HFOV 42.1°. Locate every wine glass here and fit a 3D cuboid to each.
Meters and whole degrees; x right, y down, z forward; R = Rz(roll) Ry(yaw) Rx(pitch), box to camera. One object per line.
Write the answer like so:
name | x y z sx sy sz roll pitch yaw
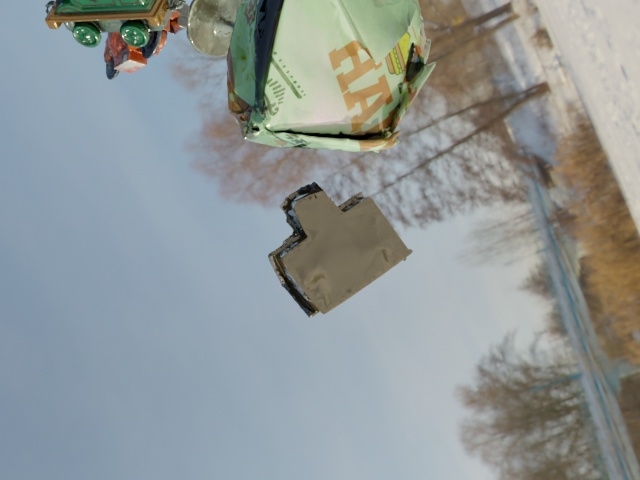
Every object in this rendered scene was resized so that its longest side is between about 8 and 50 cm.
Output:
wine glass | -0.114 -0.432 1.881 0.406 0.267 0.267 41 -178 33

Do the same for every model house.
model house | 0.000 0.000 1.308 0.176 0.180 0.248 56 170 -7

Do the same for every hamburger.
hamburger | 0.016 -0.202 0.823 0.214 0.125 0.235 -6 -72 -33

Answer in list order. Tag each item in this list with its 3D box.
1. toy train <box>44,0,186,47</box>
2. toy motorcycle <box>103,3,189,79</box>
toy train | -0.303 -0.353 1.185 0.136 0.227 0.091 73 -153 -51
toy motorcycle | -0.387 -0.471 1.768 0.147 0.325 0.221 10 -97 -34
